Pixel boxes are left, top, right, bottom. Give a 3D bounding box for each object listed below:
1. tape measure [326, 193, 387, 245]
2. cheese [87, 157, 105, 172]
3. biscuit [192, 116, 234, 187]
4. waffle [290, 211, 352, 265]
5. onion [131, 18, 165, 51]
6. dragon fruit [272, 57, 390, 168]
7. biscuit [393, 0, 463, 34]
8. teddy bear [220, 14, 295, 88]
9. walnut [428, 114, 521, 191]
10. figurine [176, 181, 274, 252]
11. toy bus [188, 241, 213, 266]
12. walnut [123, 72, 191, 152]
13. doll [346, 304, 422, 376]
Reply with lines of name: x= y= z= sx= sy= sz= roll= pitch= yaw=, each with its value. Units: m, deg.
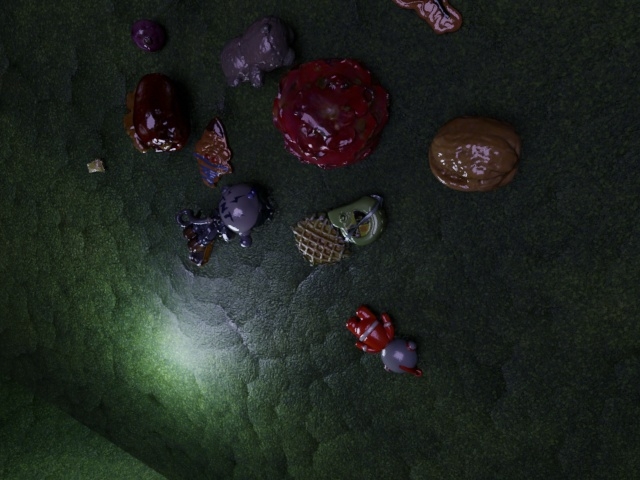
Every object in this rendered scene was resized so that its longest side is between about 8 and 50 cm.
tape measure: x=0.143 y=-0.070 z=1.491 sx=0.200 sy=0.106 sz=0.175 roll=-22 pitch=90 yaw=29
cheese: x=-0.991 y=-0.331 z=1.894 sx=0.084 sy=0.041 sz=0.060 roll=-6 pitch=116 yaw=8
biscuit: x=-0.415 y=-0.336 z=1.660 sx=0.183 sy=0.043 sz=0.280 roll=19 pitch=119 yaw=11
waffle: x=0.000 y=0.000 z=1.600 sx=0.207 sy=0.054 sz=0.214 roll=-16 pitch=104 yaw=34
onion: x=-0.626 y=-0.746 z=1.555 sx=0.115 sy=0.104 sz=0.115 roll=-11 pitch=135 yaw=-11
dragon fruit: x=0.012 y=-0.401 z=1.348 sx=0.386 sy=0.249 sz=0.371 roll=44 pitch=115 yaw=-1
biscuit: x=0.294 y=-0.744 z=1.200 sx=0.334 sy=0.047 sz=0.202 roll=41 pitch=120 yaw=4
teddy bear: x=-0.207 y=-0.606 z=1.387 sx=0.267 sy=0.151 sz=0.236 roll=-20 pitch=65 yaw=40
walnut: x=0.440 y=-0.254 z=1.232 sx=0.257 sy=0.224 sz=0.257 roll=-7 pitch=68 yaw=19
figurine: x=-0.348 y=-0.081 z=1.643 sx=0.381 sy=0.186 sz=0.261 roll=-31 pitch=87 yaw=24
toy bus: x=-0.499 y=0.029 z=1.811 sx=0.069 sy=0.074 sz=0.162 roll=32 pitch=120 yaw=15
walnut: x=-0.612 y=-0.467 z=1.592 sx=0.243 sy=0.221 sz=0.269 roll=-4 pitch=93 yaw=15
doll: x=0.256 y=0.393 z=1.632 sx=0.336 sy=0.105 sz=0.200 roll=41 pitch=118 yaw=12
